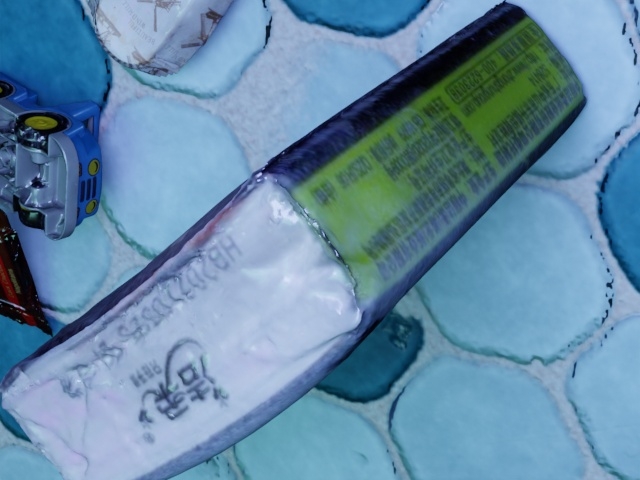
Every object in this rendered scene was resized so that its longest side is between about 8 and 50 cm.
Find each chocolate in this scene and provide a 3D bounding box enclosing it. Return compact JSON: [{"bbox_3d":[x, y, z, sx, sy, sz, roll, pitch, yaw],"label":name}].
[{"bbox_3d":[-0.301,0.021,1.356,0.086,0.028,0.182,17,140,24],"label":"chocolate"}]

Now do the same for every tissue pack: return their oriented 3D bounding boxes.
[{"bbox_3d":[0.000,0.000,0.990,0.124,0.394,0.288,51,126,0],"label":"tissue pack"}]

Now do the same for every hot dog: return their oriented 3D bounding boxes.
[{"bbox_3d":[-0.114,-0.213,1.161,0.108,0.059,0.191,45,123,2],"label":"hot dog"}]

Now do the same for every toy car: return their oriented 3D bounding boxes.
[{"bbox_3d":[-0.250,-0.082,1.277,0.191,0.100,0.097,31,126,37],"label":"toy car"}]
